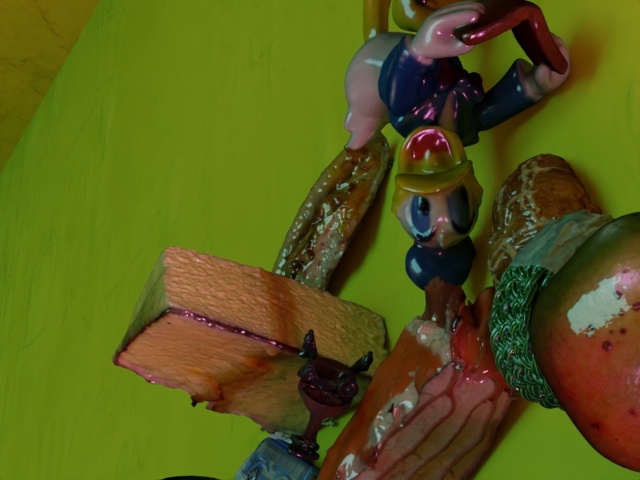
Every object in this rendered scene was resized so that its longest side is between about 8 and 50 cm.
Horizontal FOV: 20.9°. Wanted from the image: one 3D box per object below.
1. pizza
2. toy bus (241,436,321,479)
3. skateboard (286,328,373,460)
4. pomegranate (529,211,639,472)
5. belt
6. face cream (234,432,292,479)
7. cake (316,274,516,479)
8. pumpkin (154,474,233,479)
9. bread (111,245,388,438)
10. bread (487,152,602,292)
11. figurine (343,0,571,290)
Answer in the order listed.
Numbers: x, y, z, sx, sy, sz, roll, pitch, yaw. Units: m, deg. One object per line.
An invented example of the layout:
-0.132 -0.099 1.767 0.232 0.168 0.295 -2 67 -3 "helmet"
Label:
-0.002 0.000 1.872 0.271 0.056 0.134 -56 17 32 "pizza"
-0.030 0.241 1.734 0.061 0.051 0.153 -58 21 -4 "toy bus"
0.000 0.139 1.533 0.151 0.067 0.080 -64 -5 -77 "skateboard"
0.231 0.060 1.140 0.180 0.180 0.209 -64 -7 12 "pomegranate"
0.195 0.050 1.269 0.079 0.121 0.151 -24 44 64 "belt"
-0.056 0.226 1.846 0.115 0.020 0.038 -47 30 39 "face cream"
0.082 0.162 1.465 0.287 0.098 0.135 -65 20 11 "cake"
-0.115 0.382 1.465 0.363 0.266 0.363 2 93 56 "pumpkin"
-0.073 0.131 1.691 0.135 0.240 0.178 -95 29 -58 "bread"
0.178 0.007 1.415 0.105 0.076 0.233 -50 30 43 "bread"
0.130 -0.116 1.588 0.283 0.204 0.338 -21 63 53 "figurine"
